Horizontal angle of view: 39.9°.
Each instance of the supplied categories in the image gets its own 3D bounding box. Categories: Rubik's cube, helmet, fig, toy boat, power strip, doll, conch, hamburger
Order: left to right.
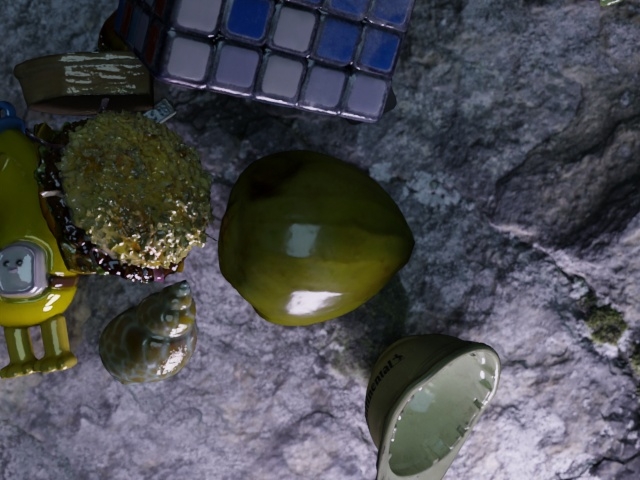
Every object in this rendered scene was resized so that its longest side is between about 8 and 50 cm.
[{"bbox_3d":[-0.392,-0.006,1.167,0.199,0.145,0.363,-9,90,12],"label":"doll"},{"bbox_3d":[-0.312,-0.208,1.179,0.188,0.116,0.061,-4,87,-7],"label":"toy boat"},{"bbox_3d":[-0.249,-0.065,1.123,0.261,0.138,0.243,-5,70,-48],"label":"hamburger"},{"bbox_3d":[-0.241,-0.170,1.244,0.083,0.017,0.027,-38,96,-6],"label":"power strip"},{"bbox_3d":[-0.234,0.138,1.221,0.173,0.106,0.116,-19,77,7],"label":"conch"},{"bbox_3d":[-0.065,-0.331,1.067,0.286,0.292,0.293,8,110,-25],"label":"Rubik's cube"},{"bbox_3d":[0.000,0.000,1.177,0.271,0.239,0.239,6,92,-18],"label":"fig"},{"bbox_3d":[0.128,0.227,1.258,0.204,0.137,0.258,23,99,-47],"label":"helmet"}]

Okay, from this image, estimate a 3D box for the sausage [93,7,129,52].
[{"bbox_3d":[-0.172,-0.366,1.214,0.371,0.082,0.082,-43,97,-3],"label":"sausage"}]

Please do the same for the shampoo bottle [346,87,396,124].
[{"bbox_3d":[0.046,-0.254,1.268,0.080,0.040,0.165,-24,97,-5],"label":"shampoo bottle"}]

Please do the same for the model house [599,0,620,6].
[{"bbox_3d":[0.426,-0.444,1.253,0.214,0.195,0.189,-21,120,35],"label":"model house"}]
